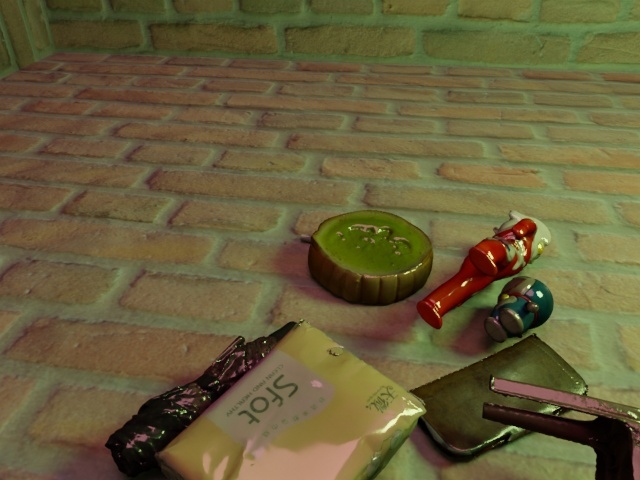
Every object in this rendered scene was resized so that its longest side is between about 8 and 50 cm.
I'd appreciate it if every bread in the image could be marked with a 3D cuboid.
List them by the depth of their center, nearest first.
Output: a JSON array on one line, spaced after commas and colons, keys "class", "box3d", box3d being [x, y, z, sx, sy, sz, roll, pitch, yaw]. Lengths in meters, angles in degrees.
[{"class": "bread", "box3d": [0.093, 0.026, 1.047, 0.235, 0.070, 0.236, 0, 36, 0]}]

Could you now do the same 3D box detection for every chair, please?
[{"class": "chair", "box3d": [0.328, 0.269, 0.561, 0.326, 0.176, 0.183, 7, 64, 15]}]

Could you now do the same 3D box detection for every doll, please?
[{"class": "doll", "box3d": [0.322, 0.109, 0.893, 0.151, 0.114, 0.086, -25, 78, -44]}, {"class": "doll", "box3d": [0.301, 0.031, 0.948, 0.099, 0.188, 0.384, 47, 37, 15]}]

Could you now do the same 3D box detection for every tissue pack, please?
[{"class": "tissue pack", "box3d": [-0.031, 0.244, 0.669, 0.215, 0.123, 0.256, 30, 48, 28]}]

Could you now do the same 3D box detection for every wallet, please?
[{"class": "wallet", "box3d": [0.253, 0.221, 0.788, 0.255, 0.031, 0.137, -17, 37, -20]}]

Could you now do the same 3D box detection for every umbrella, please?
[{"class": "umbrella", "box3d": [-0.137, 0.206, 0.772, 0.090, 0.094, 0.326, 39, 50, 25]}]

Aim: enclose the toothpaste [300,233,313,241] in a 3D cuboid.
[{"class": "toothpaste", "box3d": [0.000, 0.000, 1.143, 0.083, 0.015, 0.024, 10, 34, 6]}]
